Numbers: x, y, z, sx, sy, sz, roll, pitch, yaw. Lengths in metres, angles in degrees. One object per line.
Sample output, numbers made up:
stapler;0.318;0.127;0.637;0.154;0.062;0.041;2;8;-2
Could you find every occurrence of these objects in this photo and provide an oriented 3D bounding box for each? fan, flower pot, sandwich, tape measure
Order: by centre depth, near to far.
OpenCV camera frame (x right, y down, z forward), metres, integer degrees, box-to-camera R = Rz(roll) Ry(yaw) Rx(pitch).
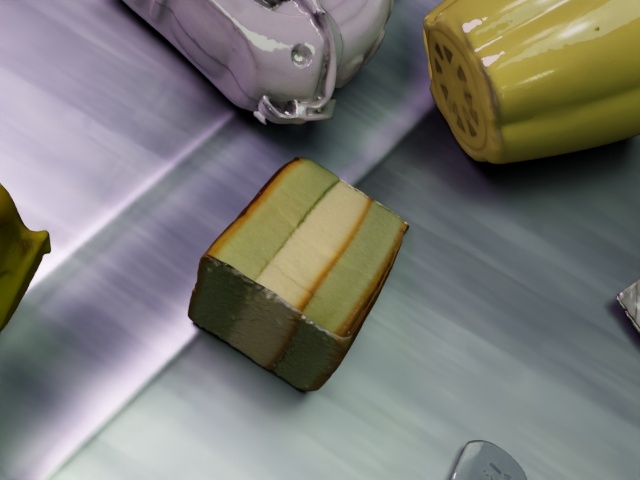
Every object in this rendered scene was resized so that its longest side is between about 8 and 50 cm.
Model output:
fan;0.060;0.253;0.825;0.057;0.023;0.282;38;60;1
sandwich;0.000;0.000;0.866;0.117;0.144;0.187;33;61;0
flower pot;0.187;-0.154;0.975;0.179;0.195;0.195;-24;72;-12
tape measure;-0.042;-0.208;0.975;0.236;0.120;0.197;45;60;5

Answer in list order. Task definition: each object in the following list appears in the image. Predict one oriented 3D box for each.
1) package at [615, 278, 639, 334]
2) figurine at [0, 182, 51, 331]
package;0.349;0.070;0.986;0.173;0.027;0.171;-34;77;-23
figurine;-0.337;-0.039;0.769;0.327;0.169;0.218;44;18;-4
